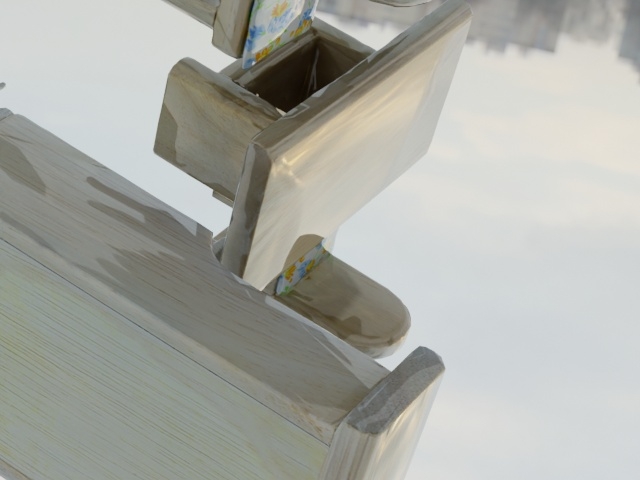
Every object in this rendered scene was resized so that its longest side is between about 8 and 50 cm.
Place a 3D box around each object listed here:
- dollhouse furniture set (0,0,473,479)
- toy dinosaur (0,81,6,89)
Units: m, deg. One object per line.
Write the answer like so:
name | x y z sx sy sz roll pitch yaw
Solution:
dollhouse furniture set | 0.000 0.000 0.585 0.161 0.212 0.242 31 -139 18
toy dinosaur | -0.257 0.000 0.730 0.160 0.121 0.313 -2 -126 14
